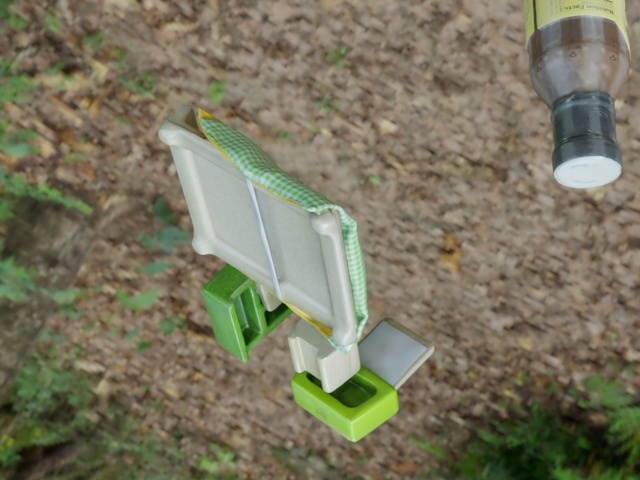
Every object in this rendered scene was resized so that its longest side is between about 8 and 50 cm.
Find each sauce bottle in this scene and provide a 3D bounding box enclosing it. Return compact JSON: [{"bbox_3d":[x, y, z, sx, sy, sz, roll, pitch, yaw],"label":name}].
[{"bbox_3d":[0.276,-0.222,1.228,0.111,0.345,0.111,2,157,1],"label":"sauce bottle"}]

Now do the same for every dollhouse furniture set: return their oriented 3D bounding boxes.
[{"bbox_3d":[0.000,0.000,0.985,0.197,0.151,0.302,31,149,32],"label":"dollhouse furniture set"}]
